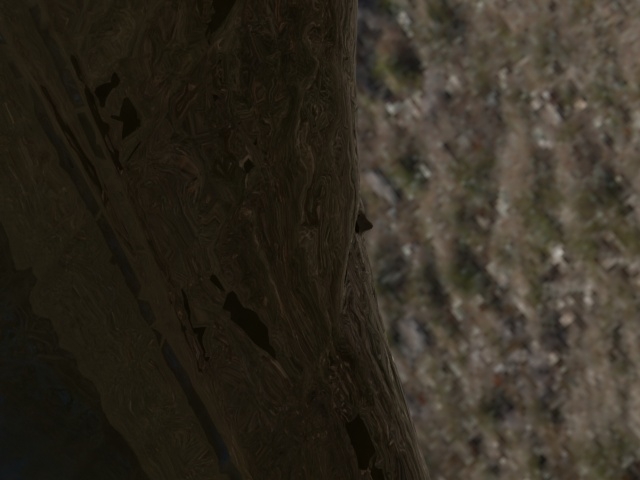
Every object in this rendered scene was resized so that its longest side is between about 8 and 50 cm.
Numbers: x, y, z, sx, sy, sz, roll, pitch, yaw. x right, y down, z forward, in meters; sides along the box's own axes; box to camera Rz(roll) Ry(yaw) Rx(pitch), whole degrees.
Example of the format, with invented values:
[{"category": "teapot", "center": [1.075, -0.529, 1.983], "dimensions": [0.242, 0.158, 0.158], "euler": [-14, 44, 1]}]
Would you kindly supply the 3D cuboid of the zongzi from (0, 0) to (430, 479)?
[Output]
[{"category": "zongzi", "center": [0.000, 0.000, 0.488], "dimensions": [0.447, 0.418, 0.181], "euler": [48, 170, -13]}]
